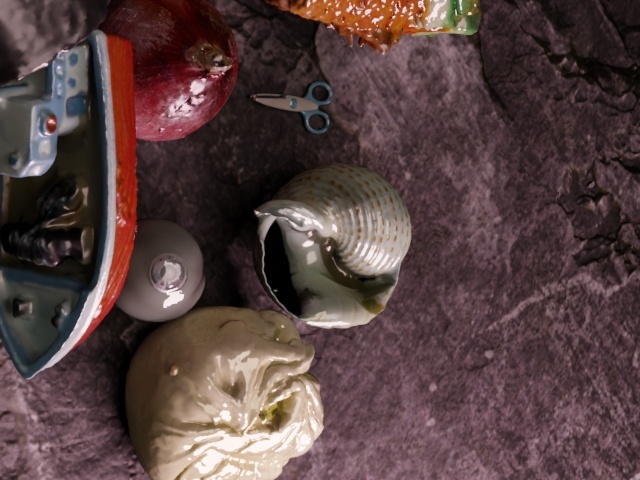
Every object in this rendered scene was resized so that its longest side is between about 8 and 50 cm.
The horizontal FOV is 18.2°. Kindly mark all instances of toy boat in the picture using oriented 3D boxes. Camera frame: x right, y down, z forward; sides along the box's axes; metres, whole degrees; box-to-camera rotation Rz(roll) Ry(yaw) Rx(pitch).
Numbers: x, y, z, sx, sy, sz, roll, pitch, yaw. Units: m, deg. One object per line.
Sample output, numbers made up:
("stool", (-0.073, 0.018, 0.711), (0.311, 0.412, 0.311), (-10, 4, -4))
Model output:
("toy boat", (-0.259, -0.036, 1.866), (0.133, 0.145, 0.332), (-13, 110, -53))

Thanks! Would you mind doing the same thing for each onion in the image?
("onion", (-0.143, -0.174, 1.928), (0.159, 0.195, 0.159), (0, 90, -34))

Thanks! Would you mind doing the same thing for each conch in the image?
("conch", (-0.002, -0.002, 2.126), (0.200, 0.131, 0.172), (12, 96, -25))

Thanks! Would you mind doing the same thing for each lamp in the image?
("lamp", (-0.165, 0.030, 1.996), (0.105, 0.105, 0.105), (-7, 101, -41))

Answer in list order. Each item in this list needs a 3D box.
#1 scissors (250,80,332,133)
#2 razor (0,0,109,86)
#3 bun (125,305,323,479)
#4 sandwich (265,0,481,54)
("scissors", (-0.030, -0.147, 2.154), (0.119, 0.014, 0.058), (3, 93, -46))
("razor", (-0.311, -0.300, 1.715), (0.189, 0.107, 0.327), (-39, 106, -29))
("bun", (-0.088, 0.169, 2.063), (0.229, 0.145, 0.229), (-7, 99, -45))
("sandwich", (0.063, -0.311, 2.117), (0.301, 0.162, 0.250), (-24, 107, -40))
